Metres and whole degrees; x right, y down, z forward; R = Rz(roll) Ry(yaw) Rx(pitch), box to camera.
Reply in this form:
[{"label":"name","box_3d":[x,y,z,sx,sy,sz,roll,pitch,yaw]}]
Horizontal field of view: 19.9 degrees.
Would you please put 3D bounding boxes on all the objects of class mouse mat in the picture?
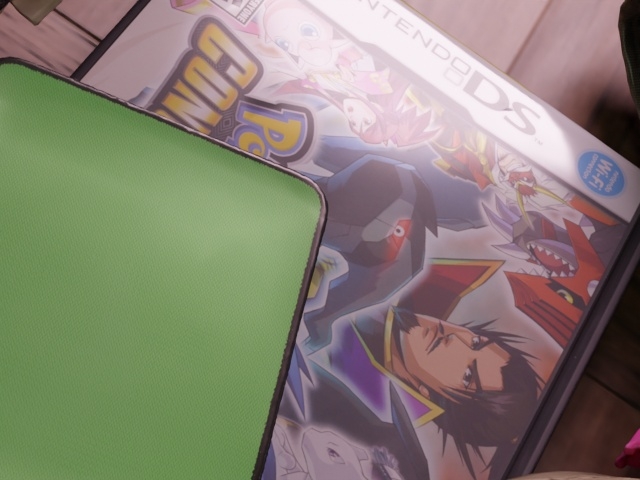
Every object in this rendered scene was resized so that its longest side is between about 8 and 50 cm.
[{"label":"mouse mat","box_3d":[-0.082,0.025,0.692,0.153,0.007,0.189,22,55,-11]}]

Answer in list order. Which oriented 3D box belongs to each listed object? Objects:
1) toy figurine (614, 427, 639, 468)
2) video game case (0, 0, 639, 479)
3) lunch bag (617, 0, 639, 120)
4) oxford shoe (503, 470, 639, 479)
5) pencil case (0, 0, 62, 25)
[{"label":"toy figurine","box_3d":[0.162,0.143,0.720,0.130,0.173,0.159,38,16,-46]},{"label":"video game case","box_3d":[0.000,0.000,0.772,0.248,0.035,0.275,35,51,-1]},{"label":"lunch bag","box_3d":[0.291,-0.034,0.857,0.235,0.169,0.287,-1,52,-23]},{"label":"oxford shoe","box_3d":[-0.034,0.171,0.559,0.397,0.146,0.140,-30,80,-27]},{"label":"pencil case","box_3d":[-0.276,-0.193,0.659,0.410,0.160,0.183,29,13,-3]}]
